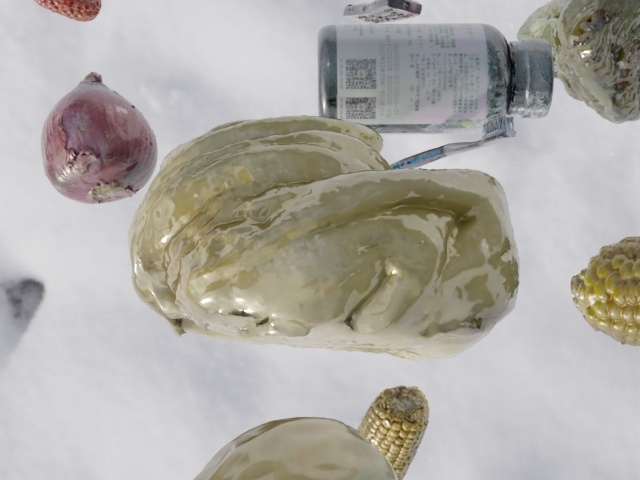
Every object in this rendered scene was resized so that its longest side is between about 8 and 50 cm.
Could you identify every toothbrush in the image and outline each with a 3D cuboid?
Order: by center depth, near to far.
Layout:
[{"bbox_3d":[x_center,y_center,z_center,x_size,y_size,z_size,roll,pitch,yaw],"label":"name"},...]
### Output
[{"bbox_3d":[0.136,-0.102,1.280,0.024,0.288,0.026,5,81,-25],"label":"toothbrush"}]

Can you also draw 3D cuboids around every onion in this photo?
[{"bbox_3d":[-0.304,-0.146,1.499,0.160,0.159,0.194,-22,64,16],"label":"onion"}]

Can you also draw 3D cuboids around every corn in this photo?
[{"bbox_3d":[0.423,0.050,1.061,0.363,0.120,0.120,-1,93,25],"label":"corn"},{"bbox_3d":[0.079,0.314,1.565,0.106,0.106,0.293,33,134,12],"label":"corn"}]

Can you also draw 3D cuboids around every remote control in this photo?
[{"bbox_3d":[0.089,-0.339,1.627,0.059,0.212,0.028,14,93,-19],"label":"remote control"}]

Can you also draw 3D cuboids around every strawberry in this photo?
[{"bbox_3d":[-0.271,-0.268,1.174,0.073,0.073,0.083,-25,123,16],"label":"strawberry"}]

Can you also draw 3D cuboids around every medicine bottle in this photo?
[{"bbox_3d":[0.143,-0.205,1.401,0.293,0.141,0.141,-1,94,1],"label":"medicine bottle"}]

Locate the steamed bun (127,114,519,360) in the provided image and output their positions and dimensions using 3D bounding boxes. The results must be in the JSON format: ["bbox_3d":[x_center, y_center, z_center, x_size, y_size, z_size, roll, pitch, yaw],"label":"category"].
[{"bbox_3d":[-0.006,-0.001,1.088,0.372,0.325,0.230,-7,72,52],"label":"steamed bun"}]

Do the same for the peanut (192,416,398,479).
[{"bbox_3d":[-0.074,0.209,0.566,0.290,0.130,0.130,-38,82,-13],"label":"peanut"}]

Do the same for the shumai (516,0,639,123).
[{"bbox_3d":[0.414,-0.305,1.653,0.189,0.256,0.218,-49,43,-9],"label":"shumai"}]
